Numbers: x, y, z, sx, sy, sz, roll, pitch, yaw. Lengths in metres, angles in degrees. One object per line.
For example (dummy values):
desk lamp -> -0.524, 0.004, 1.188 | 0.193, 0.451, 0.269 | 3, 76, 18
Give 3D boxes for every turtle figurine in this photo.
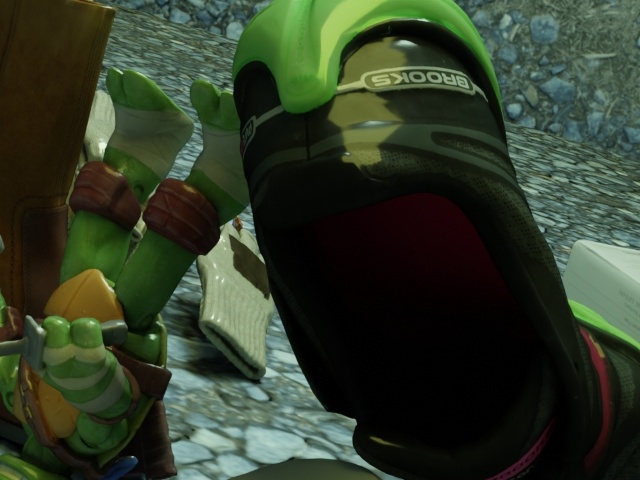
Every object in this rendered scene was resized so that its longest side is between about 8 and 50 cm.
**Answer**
turtle figurine -> -0.158, 0.013, 0.892 | 0.274, 0.266, 0.198 | 32, -15, -9

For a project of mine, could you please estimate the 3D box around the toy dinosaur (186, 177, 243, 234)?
toy dinosaur -> -0.117, -0.029, 1.680 | 0.082, 0.047, 0.090 | 36, 4, 1

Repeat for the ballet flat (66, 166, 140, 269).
ballet flat -> -0.195, -0.022, 1.395 | 0.123, 0.123, 0.348 | 17, 13, 1

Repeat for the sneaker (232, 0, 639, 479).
sneaker -> 0.081, 0.086, 0.885 | 0.483, 0.185, 0.202 | 54, 28, -32

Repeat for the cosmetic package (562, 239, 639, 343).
cosmetic package -> 0.265, 0.117, 1.237 | 0.151, 0.184, 0.151 | 11, 15, -22

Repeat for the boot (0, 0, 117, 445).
boot -> -0.168, -0.020, 1.060 | 0.096, 0.280, 0.264 | 5, 18, -42

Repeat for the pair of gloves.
pair of gloves -> -0.115, -0.015, 1.319 | 0.240, 0.042, 0.204 | 49, 13, -17

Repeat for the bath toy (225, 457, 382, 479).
bath toy -> 0.037, 0.221, 0.689 | 0.151, 0.129, 0.348 | -11, 24, -23
